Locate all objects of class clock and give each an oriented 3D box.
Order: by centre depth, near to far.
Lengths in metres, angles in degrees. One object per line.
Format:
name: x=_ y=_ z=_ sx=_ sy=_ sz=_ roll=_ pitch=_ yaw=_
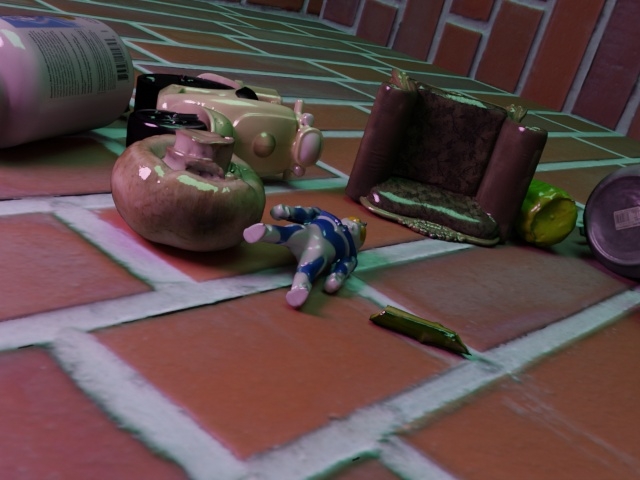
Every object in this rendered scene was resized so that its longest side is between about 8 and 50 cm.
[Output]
clock: x=-0.149 y=-0.179 z=1.155 sx=0.276 sy=0.120 sz=0.379 roll=5 pitch=22 yaw=-16

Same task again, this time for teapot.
teapot: x=0.522 y=-0.022 z=1.230 sx=0.225 sy=0.171 sz=0.203 roll=6 pitch=-9 yaw=-44

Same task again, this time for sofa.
sofa: x=0.186 y=-0.122 z=1.144 sx=0.258 sy=0.200 sz=0.182 roll=17 pitch=18 yaw=-4

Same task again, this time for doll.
doll: x=0.000 y=0.000 z=0.858 sx=0.114 sy=0.057 sz=0.227 roll=51 pitch=23 yaw=8

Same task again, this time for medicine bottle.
medicine bottle: x=-0.372 y=-0.202 z=0.972 sx=0.157 sy=0.157 sz=0.288 roll=21 pitch=20 yaw=13

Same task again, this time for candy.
candy: x=0.322 y=-0.059 z=1.243 sx=0.096 sy=0.097 sz=0.209 roll=9 pitch=15 yaw=-21

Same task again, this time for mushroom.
mushroom: x=-0.138 y=-0.060 z=0.828 sx=0.166 sy=0.127 sz=0.166 roll=18 pitch=14 yaw=-5

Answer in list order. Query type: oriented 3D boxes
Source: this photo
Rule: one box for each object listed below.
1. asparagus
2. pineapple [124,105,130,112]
asparagus: x=0.102 y=0.090 z=0.775 sx=0.108 sy=0.021 sz=0.025 roll=20 pitch=19 yaw=10
pineapple: x=-0.383 y=-0.256 z=1.214 sx=0.197 sy=0.108 sz=0.108 roll=29 pitch=20 yaw=-2
